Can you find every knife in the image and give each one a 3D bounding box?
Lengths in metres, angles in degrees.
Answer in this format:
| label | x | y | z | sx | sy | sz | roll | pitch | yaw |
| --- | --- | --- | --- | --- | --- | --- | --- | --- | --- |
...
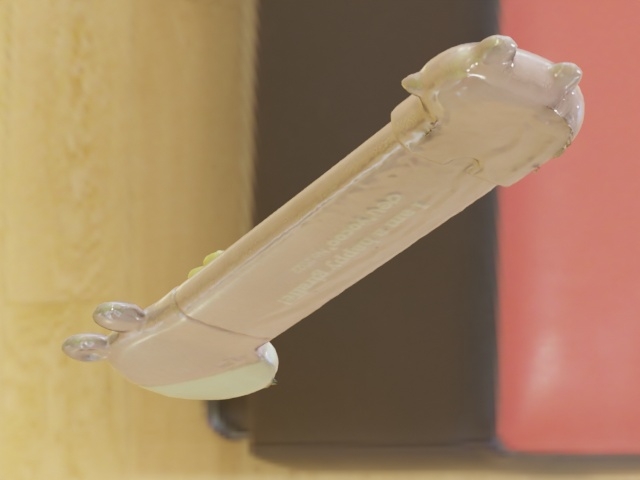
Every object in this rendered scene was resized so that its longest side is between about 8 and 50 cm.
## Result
| label | x | y | z | sx | sy | sz | roll | pitch | yaw |
| --- | --- | --- | --- | --- | --- | --- | --- | --- | --- |
| knife | 0.000 | -0.001 | 0.988 | 0.132 | 0.398 | 0.038 | 16 | 58 | -30 |
